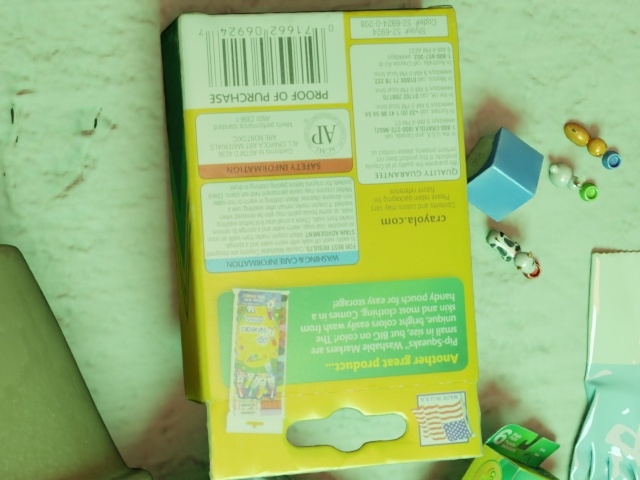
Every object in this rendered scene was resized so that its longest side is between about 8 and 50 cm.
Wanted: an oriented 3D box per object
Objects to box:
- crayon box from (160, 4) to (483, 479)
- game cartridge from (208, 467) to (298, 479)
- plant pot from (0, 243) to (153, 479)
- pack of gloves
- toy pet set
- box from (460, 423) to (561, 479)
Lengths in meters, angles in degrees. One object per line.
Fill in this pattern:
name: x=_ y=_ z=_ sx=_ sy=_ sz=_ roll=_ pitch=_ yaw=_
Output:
crayon box: x=0.000 y=0.000 z=1.274 sx=0.203 sy=0.083 sz=0.323 roll=-3 pitch=88 yaw=-14
game cartridge: x=-0.090 y=0.339 z=1.323 sx=0.230 sy=0.068 sz=0.355 roll=33 pitch=92 yaw=-44
plant pot: x=-0.252 y=0.127 z=1.201 sx=0.263 sy=0.263 sz=0.229 roll=-11 pitch=88 yaw=-13
pack of gloves: x=0.304 y=0.128 z=1.440 sx=0.195 sy=0.046 sz=0.232 roll=2 pitch=101 yaw=-16
toy pet set: x=0.168 y=-0.039 z=1.355 sx=0.114 sy=0.065 sz=0.122 roll=34 pitch=91 yaw=-19
box: x=0.130 y=0.231 z=1.392 sx=0.105 sy=0.043 sz=0.179 roll=27 pitch=93 yaw=-54
